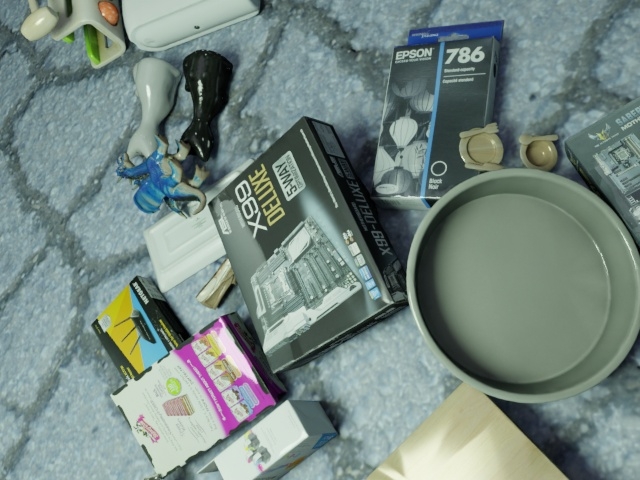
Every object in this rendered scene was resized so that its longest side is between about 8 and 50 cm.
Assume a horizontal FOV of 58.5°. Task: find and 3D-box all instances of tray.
[{"bbox_3d":[-0.214,-0.030,1.046,0.271,0.030,0.145,-32,63,13],"label":"tray"}]

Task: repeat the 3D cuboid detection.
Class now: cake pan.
[{"bbox_3d":[0.254,0.054,0.729,0.294,0.054,0.292,0,80,1],"label":"cake pan"}]

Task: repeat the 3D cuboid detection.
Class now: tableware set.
[{"bbox_3d":[0.266,-0.086,0.801,0.141,0.020,0.168,1,79,-6],"label":"tableware set"}]

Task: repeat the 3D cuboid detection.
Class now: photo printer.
[{"bbox_3d":[-0.279,-0.543,1.191,0.308,0.107,0.255,-11,70,22],"label":"photo printer"}]

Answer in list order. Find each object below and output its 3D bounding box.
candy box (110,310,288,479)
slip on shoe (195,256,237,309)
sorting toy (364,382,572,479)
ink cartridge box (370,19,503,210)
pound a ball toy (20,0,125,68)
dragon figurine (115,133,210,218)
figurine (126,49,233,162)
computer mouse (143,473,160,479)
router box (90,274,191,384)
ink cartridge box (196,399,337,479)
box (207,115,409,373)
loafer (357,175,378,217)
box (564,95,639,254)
[{"bbox_3d":[-0.191,0.242,0.903,0.234,0.071,0.159,-35,82,11],"label":"candy box"},{"bbox_3d":[-0.158,0.060,0.987,0.041,0.051,0.135,39,84,-10],"label":"slip on shoe"},{"bbox_3d":[0.192,0.355,0.700,0.257,0.089,0.255,-47,61,6],"label":"sorting toy"},{"bbox_3d":[0.185,-0.210,0.895,0.166,0.065,0.332,2,74,26],"label":"ink cartridge box"},{"bbox_3d":[-0.533,-0.539,1.253,0.136,0.208,0.318,-24,65,17],"label":"pound a ball toy"},{"bbox_3d":[-0.273,-0.090,1.016,0.289,0.085,0.144,49,117,34],"label":"dragon figurine"},{"bbox_3d":[-0.287,-0.252,1.121,0.215,0.092,0.209,3,80,27],"label":"figurine"},{"bbox_3d":[-0.141,0.430,0.837,0.273,0.072,0.188,-13,90,24],"label":"computer mouse"},{"bbox_3d":[-0.318,0.171,1.022,0.133,0.046,0.179,-47,61,6],"label":"router box"},{"bbox_3d":[-0.077,0.310,0.832,0.181,0.104,0.061,-40,61,10],"label":"ink cartridge box"},{"bbox_3d":[-0.026,0.009,0.864,0.243,0.077,0.307,-35,68,31],"label":"box"},{"bbox_3d":[0.018,-0.095,0.932,0.078,0.076,0.223,-40,56,11],"label":"loafer"},{"bbox_3d":[0.468,-0.114,0.731,0.233,0.059,0.183,-32,64,14],"label":"box"}]
